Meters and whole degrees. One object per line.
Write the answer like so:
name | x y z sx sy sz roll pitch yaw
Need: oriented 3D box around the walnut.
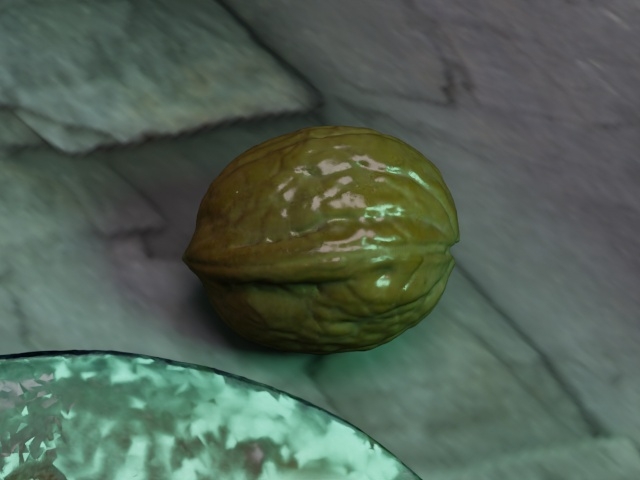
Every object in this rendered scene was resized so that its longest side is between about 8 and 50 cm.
walnut | 0.000 0.000 0.684 0.124 0.105 0.105 -3 51 2

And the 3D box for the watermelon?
watermelon | -0.087 0.165 0.538 0.318 0.148 0.226 10 67 -19
